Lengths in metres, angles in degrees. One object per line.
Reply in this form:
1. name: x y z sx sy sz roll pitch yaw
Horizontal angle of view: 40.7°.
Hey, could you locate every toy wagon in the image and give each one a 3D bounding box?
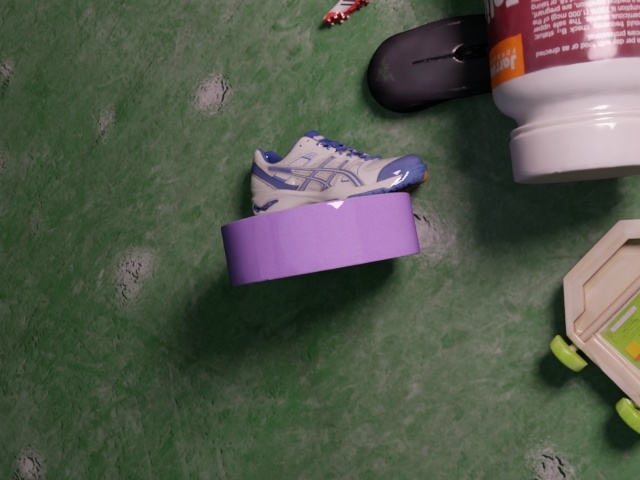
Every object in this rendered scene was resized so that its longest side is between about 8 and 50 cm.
1. toy wagon: 0.480 0.132 1.115 0.344 0.068 0.267 45 111 17

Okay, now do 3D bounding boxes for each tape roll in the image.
1. tape roll: 0.000 0.000 1.231 0.274 0.275 0.090 -12 88 27

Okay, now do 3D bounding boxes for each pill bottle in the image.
1. pill bottle: 0.320 -0.275 1.078 0.224 0.224 0.392 -5 87 27

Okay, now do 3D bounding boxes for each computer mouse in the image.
1. computer mouse: 0.180 -0.268 1.240 0.272 0.072 0.188 -15 87 26

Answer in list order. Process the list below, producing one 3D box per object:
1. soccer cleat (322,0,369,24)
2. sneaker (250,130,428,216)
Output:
1. soccer cleat: 0.037 -0.364 1.333 0.083 0.029 0.036 -29 71 22
2. sneaker: 0.015 -0.110 1.311 0.296 0.112 0.131 -10 87 25
